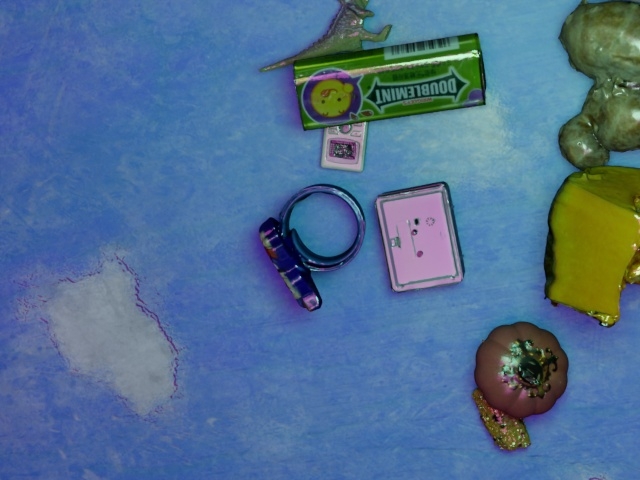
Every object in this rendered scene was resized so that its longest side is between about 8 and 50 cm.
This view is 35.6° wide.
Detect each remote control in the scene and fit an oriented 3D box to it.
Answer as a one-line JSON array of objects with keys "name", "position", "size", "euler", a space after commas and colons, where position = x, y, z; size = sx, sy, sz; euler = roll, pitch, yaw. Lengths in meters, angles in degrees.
[{"name": "remote control", "position": [0.051, -0.230, 1.925], "size": [0.088, 0.029, 0.190], "euler": [9, 101, 11]}]

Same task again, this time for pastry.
[{"name": "pastry", "position": [0.352, 0.344, 1.939], "size": [0.080, 0.056, 0.140], "euler": [-20, 88, 8]}]

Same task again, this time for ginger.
[{"name": "ginger", "position": [0.525, -0.263, 1.739], "size": [0.245, 0.155, 0.304], "euler": [11, 107, 30]}]

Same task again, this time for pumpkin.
[{"name": "pumpkin", "position": [0.542, 0.008, 1.726], "size": [0.303, 0.256, 0.225], "euler": [1, 115, -19]}]

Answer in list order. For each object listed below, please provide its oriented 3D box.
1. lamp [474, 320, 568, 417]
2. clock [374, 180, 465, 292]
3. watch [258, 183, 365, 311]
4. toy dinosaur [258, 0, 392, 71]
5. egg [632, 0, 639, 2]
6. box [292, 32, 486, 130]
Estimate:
[{"name": "lamp", "position": [0.377, 0.240, 1.858], "size": [0.182, 0.140, 0.182], "euler": [2, 79, -8]}, {"name": "clock", "position": [0.193, -0.008, 1.906], "size": [0.145, 0.073, 0.193], "euler": [-9, 97, 14]}, {"name": "watch", "position": [-0.004, -0.007, 1.919], "size": [0.200, 0.171, 0.196], "euler": [-35, 102, 5]}, {"name": "toy dinosaur", "position": [0.031, -0.387, 1.885], "size": [0.200, 0.072, 0.251], "euler": [30, 106, 11]}, {"name": "egg", "position": [0.555, -0.530, 1.602], "size": [0.340, 0.354, 0.354], "euler": [-26, 93, 33]}, {"name": "box", "position": [0.130, -0.290, 1.832], "size": [0.346, 0.097, 0.134], "euler": [-7, 115, 6]}]
